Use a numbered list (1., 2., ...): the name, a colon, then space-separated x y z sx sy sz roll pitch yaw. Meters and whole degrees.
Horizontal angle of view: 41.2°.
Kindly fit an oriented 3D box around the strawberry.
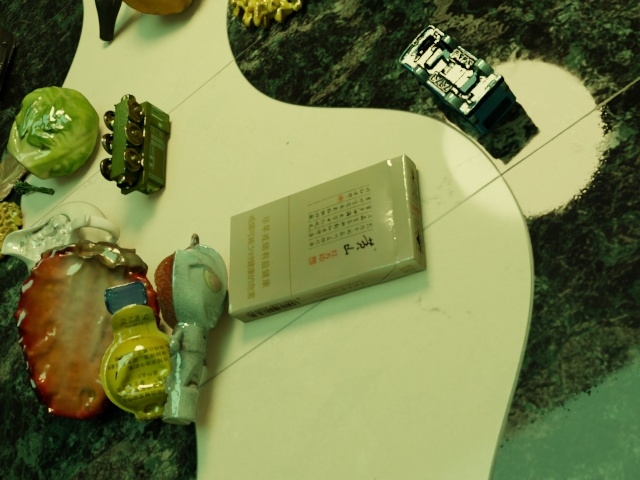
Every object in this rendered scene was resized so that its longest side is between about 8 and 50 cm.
1. strawberry: -0.443 0.167 1.623 0.149 0.265 0.336 162 118 -81

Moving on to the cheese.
1. cheese: -0.325 0.198 1.532 0.157 0.064 0.250 -12 84 -13

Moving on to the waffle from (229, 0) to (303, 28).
1. waffle: -0.083 -0.585 1.832 0.293 0.069 0.259 -40 48 13

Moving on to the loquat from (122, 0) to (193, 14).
1. loquat: -0.379 -0.620 1.983 0.234 0.176 0.187 14 100 6

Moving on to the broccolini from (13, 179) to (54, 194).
1. broccolini: -0.691 -0.120 2.049 0.140 0.030 0.035 13 82 35

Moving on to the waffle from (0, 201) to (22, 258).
1. waffle: -0.787 -0.011 2.048 0.191 0.038 0.191 -16 58 28

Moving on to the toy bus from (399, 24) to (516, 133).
1. toy bus: 0.226 -0.266 1.409 0.090 0.106 0.184 -48 53 9

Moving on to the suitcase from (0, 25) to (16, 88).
1. suitcase: -1.001 -0.434 2.332 0.339 0.188 0.345 -15 56 31

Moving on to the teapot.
1. teapot: -0.530 0.006 1.787 0.298 0.139 0.204 -18 54 28

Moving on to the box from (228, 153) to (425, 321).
1. box: 0.001 0.000 1.463 0.365 0.051 0.204 -18 57 27

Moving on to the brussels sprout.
1. brussels sprout: -0.613 -0.249 1.979 0.223 0.161 0.223 -3 80 16

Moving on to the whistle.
1. whistle: -0.234 0.147 1.497 0.134 0.142 0.346 6 66 -7

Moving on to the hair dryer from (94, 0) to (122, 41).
1. hair dryer: -0.499 -0.627 2.142 0.075 0.195 0.219 20 42 4

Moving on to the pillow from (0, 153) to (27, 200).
1. pillow: -0.755 -0.198 2.130 0.211 0.034 0.135 -47 50 8

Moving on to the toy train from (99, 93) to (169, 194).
1. toy train: -0.387 -0.196 1.797 0.090 0.137 0.225 -18 61 29
